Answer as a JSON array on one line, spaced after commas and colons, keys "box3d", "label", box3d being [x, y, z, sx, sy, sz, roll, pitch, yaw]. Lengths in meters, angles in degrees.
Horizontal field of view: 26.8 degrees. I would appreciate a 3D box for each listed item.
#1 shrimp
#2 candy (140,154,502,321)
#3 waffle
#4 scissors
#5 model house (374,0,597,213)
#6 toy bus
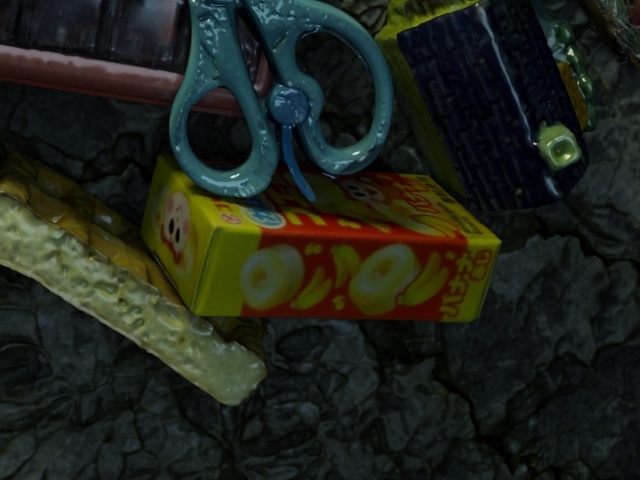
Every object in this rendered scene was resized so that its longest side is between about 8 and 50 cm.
[{"box3d": [0.272, -0.237, 1.228, 0.101, 0.042, 0.190, -4, 123, 34], "label": "shrimp"}, {"box3d": [0.000, 0.000, 1.141, 0.276, 0.146, 0.088, 3, 117, -28], "label": "candy"}, {"box3d": [-0.164, 0.029, 1.143, 0.274, 0.168, 0.057, 34, 100, -15], "label": "waffle"}, {"box3d": [-0.065, -0.198, 0.989, 0.180, 0.032, 0.393, -22, 116, -4], "label": "scissors"}, {"box3d": [0.163, -0.142, 1.156, 0.170, 0.211, 0.194, -24, 104, -4], "label": "model house"}, {"box3d": [-0.230, -0.233, 1.061, 0.426, 0.203, 0.233, 7, 105, -16], "label": "toy bus"}]
